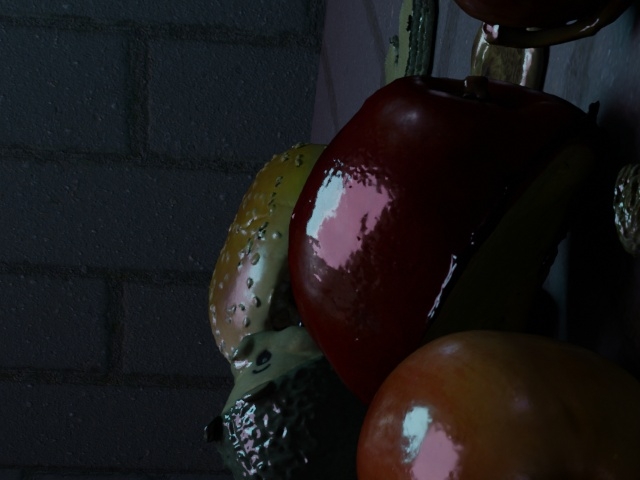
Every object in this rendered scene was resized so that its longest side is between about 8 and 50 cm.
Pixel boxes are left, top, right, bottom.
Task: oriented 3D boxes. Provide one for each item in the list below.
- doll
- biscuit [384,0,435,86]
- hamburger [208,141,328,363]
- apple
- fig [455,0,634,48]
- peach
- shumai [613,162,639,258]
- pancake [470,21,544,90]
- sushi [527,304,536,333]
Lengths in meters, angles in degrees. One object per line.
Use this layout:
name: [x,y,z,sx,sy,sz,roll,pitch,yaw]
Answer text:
doll: [0.023,0.194,1.486,0.247,0.349,0.247,15,114,38]
biscuit: [0.138,-0.292,1.944,0.250,0.046,0.147,103,169,-59]
hamburger: [0.000,0.000,1.933,0.287,0.268,0.445,-53,11,49]
apple: [0.146,0.187,0.930,0.241,0.242,0.242,167,106,-81]
fig: [0.186,-0.259,1.033,0.205,0.205,0.205,-177,90,-83]
peach: [0.088,0.002,1.119,0.257,0.201,0.362,-24,-40,-47]
shumai: [0.256,-0.031,0.877,0.080,0.083,0.082,-21,93,50]
pancake: [0.211,-0.218,1.397,0.235,0.029,0.212,-162,76,-81]
sushi: [0.151,0.086,1.329,0.225,0.136,0.126,-108,30,-84]
